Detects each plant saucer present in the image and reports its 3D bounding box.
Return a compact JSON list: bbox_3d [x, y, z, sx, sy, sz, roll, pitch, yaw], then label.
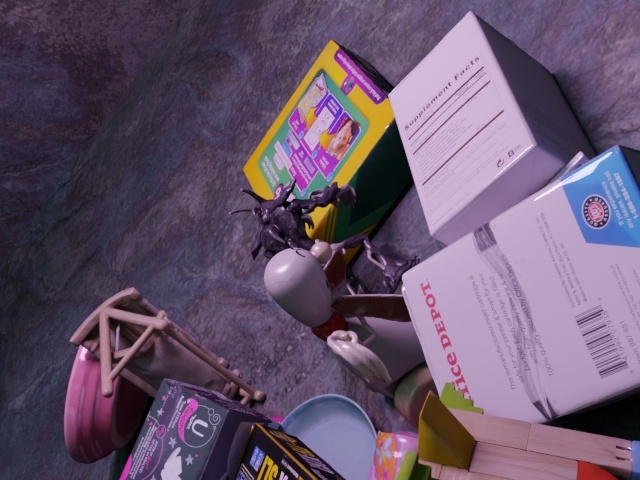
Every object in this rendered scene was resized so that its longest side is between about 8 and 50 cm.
[{"bbox_3d":[-0.005,0.383,1.255,0.317,0.043,0.318,-36,41,39],"label":"plant saucer"},{"bbox_3d":[-0.413,0.289,1.750,0.332,0.084,0.332,10,-90,-83],"label":"plant saucer"}]

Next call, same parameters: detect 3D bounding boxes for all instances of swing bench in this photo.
[{"bbox_3d":[-0.277,0.226,1.541,0.165,0.253,0.254,-50,31,-5],"label":"swing bench"}]

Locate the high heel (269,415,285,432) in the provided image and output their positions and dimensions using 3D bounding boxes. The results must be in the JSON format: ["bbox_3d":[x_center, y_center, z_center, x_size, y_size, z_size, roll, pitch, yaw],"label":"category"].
[{"bbox_3d":[-0.161,0.359,1.429,0.244,0.117,0.082,-44,36,29],"label":"high heel"}]

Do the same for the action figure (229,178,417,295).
[{"bbox_3d":[0.000,0.000,1.333,0.164,0.275,0.141,-58,-5,26],"label":"action figure"}]

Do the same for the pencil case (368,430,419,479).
[{"bbox_3d":[0.093,0.377,1.051,0.124,0.124,0.284,-6,64,54],"label":"pencil case"}]

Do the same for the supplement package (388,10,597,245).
[{"bbox_3d":[0.232,-0.125,1.145,0.175,0.177,0.293,-44,36,30],"label":"supplement package"}]

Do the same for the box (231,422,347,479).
[{"bbox_3d":[-0.062,0.407,1.141,0.257,0.079,0.322,-68,18,-4],"label":"box"}]

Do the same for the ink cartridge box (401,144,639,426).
[{"bbox_3d":[0.264,0.074,0.940,0.307,0.129,0.223,-35,65,38],"label":"ink cartridge box"}]

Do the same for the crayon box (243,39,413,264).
[{"bbox_3d":[0.021,-0.151,1.544,0.313,0.106,0.363,-55,32,17],"label":"crayon box"}]

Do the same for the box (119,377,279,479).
[{"bbox_3d":[-0.193,0.361,1.326,0.142,0.163,0.247,19,82,32],"label":"box"}]

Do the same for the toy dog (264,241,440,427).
[{"bbox_3d":[0.083,0.101,1.121,0.220,0.334,0.161,36,81,33],"label":"toy dog"}]

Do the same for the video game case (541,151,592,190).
[{"bbox_3d":[0.315,-0.045,1.018,0.087,0.122,0.011,-48,33,23],"label":"video game case"}]

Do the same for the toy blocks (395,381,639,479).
[{"bbox_3d":[0.197,0.280,0.739,0.381,0.260,0.191,-50,-37,-60],"label":"toy blocks"}]
